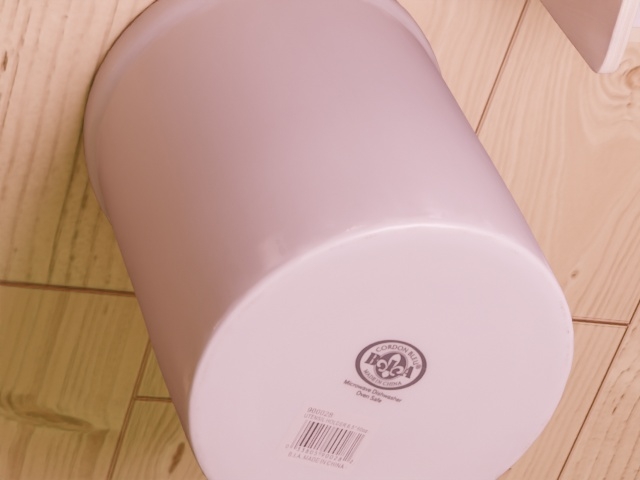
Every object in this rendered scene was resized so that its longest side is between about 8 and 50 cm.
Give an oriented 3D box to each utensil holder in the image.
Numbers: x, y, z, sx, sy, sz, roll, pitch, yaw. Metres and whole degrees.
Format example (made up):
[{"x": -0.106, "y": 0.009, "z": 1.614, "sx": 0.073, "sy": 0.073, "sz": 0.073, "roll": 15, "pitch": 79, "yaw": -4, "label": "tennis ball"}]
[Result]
[{"x": 0.000, "y": 0.000, "z": 1.566, "sx": 0.328, "sy": 0.385, "sz": 0.327, "roll": -9, "pitch": 126, "yaw": -13, "label": "utensil holder"}]

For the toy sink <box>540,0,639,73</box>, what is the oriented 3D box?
[{"x": 0.261, "y": -0.252, "z": 1.567, "sx": 0.131, "sy": 0.234, "sz": 0.152, "roll": 0, "pitch": 124, "yaw": -18, "label": "toy sink"}]
